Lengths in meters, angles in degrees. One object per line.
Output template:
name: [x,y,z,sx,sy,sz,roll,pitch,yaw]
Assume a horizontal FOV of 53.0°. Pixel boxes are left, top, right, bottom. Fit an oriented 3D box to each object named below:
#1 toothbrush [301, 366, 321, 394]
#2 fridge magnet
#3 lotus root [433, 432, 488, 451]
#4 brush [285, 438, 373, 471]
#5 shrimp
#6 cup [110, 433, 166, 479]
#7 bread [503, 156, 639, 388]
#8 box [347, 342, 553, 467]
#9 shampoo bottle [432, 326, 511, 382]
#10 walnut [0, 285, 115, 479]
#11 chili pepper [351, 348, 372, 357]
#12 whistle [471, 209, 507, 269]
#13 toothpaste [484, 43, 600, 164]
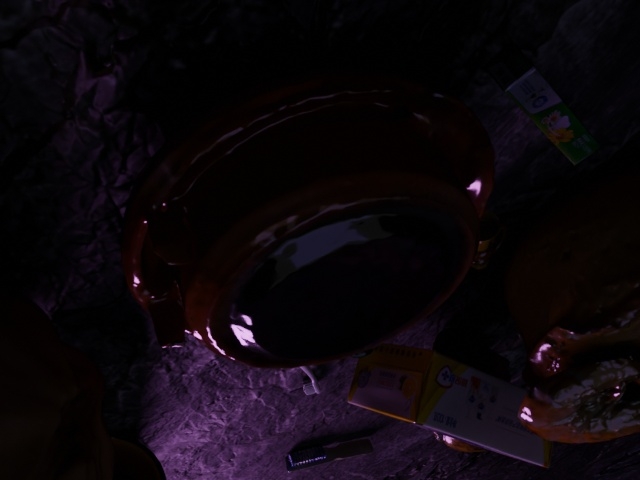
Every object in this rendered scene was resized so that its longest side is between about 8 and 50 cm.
toothbrush: [-0.035,0.158,0.900,0.025,0.020,0.286,-15,143,1]
fridge magnet: [0.000,0.000,0.608,0.364,0.155,0.363,-14,144,-11]
lotus root: [0.304,0.330,1.203,0.210,0.120,0.120,-10,141,-13]
brush: [0.019,0.402,1.220,0.179,0.033,0.030,-6,126,-21]
shrimp: [0.384,0.181,0.782,0.288,0.063,0.152,-13,129,2]
cup: [-0.360,0.403,0.964,0.178,0.255,0.256,-43,163,-41]
bread: [0.433,0.062,0.861,0.399,0.215,0.398,-13,143,-10]
box: [0.194,0.235,0.931,0.265,0.097,0.168,25,165,-28]
shampoo bottle: [0.261,0.206,1.069,0.236,0.068,0.067,33,74,-47]
walnut: [-0.373,0.196,0.540,0.384,0.383,0.383,-14,142,-11]
chili pepper: [0.019,0.115,0.849,0.073,0.050,0.182,-27,146,-5]
whistle: [0.209,-0.002,0.822,0.046,0.057,0.109,17,161,22]
toothpaste: [0.230,-0.134,0.654,0.037,0.043,0.179,-39,140,25]
